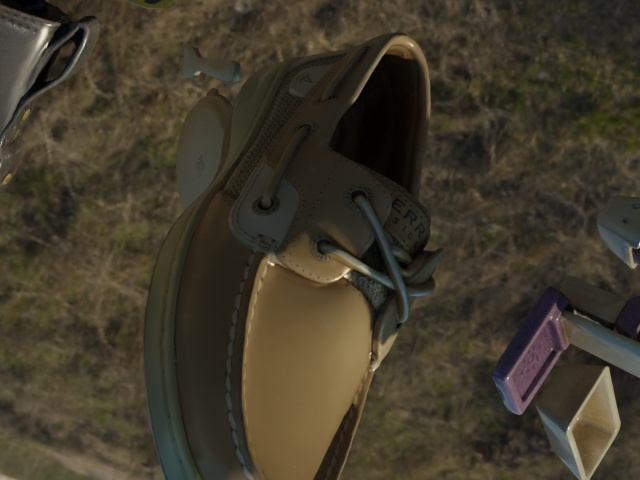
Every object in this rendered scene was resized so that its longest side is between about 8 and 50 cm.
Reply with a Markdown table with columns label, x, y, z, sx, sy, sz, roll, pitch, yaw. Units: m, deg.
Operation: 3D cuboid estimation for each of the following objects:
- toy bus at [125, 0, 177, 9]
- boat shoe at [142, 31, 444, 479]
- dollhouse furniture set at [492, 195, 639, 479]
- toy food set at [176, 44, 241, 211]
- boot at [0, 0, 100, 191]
| label | x | y | z | sx | sy | sz | roll | pitch | yaw |
| --- | --- | --- | --- | --- | --- | --- | --- | --- | --- |
| toy bus | -0.142 | -0.336 | 0.773 | 0.130 | 0.332 | 0.108 | 19 | 135 | -21 |
| boat shoe | 0.000 | 0.000 | 0.517 | 0.110 | 0.341 | 0.121 | -21 | 130 | 27 |
| dollhouse furniture set | 0.134 | 0.057 | 0.380 | 0.081 | 0.091 | 0.114 | 26 | 160 | 34 |
| toy food set | -0.088 | -0.066 | 0.849 | 0.038 | 0.192 | 0.132 | -2 | -164 | -31 |
| boot | -0.235 | -0.035 | 0.389 | 0.263 | 0.229 | 0.091 | 15 | -158 | -7 |
